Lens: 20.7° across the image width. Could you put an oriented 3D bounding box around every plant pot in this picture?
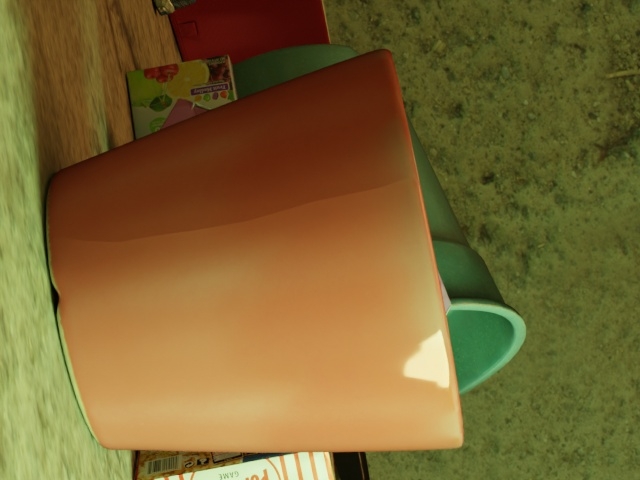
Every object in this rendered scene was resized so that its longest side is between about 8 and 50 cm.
[{"bbox_3d":[0.000,0.000,1.818,0.341,0.341,0.334,75,-3,-66],"label":"plant pot"},{"bbox_3d":[-0.045,0.025,1.186,0.275,0.243,0.275,-10,90,-87],"label":"plant pot"}]

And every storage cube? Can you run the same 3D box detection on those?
[{"bbox_3d":[-0.102,-0.353,2.224,0.215,0.193,0.183,78,2,-57],"label":"storage cube"}]

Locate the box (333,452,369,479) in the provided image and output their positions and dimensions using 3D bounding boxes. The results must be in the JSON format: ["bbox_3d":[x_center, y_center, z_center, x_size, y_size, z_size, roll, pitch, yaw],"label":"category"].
[{"bbox_3d":[-0.015,0.270,2.188,0.165,0.143,0.270,-84,164,-81],"label":"box"}]

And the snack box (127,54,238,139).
[{"bbox_3d":[-0.123,-0.098,1.645,0.037,0.100,0.141,74,7,-73],"label":"snack box"}]

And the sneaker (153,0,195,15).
[{"bbox_3d":[-0.172,-0.328,2.034,0.052,0.058,0.135,70,9,-78],"label":"sneaker"}]

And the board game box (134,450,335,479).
[{"bbox_3d":[-0.066,0.145,1.369,0.193,0.147,0.045,-94,173,-67],"label":"board game box"}]

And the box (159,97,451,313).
[{"bbox_3d":[-0.026,0.014,1.500,0.117,0.213,0.243,-62,154,-19],"label":"box"}]
